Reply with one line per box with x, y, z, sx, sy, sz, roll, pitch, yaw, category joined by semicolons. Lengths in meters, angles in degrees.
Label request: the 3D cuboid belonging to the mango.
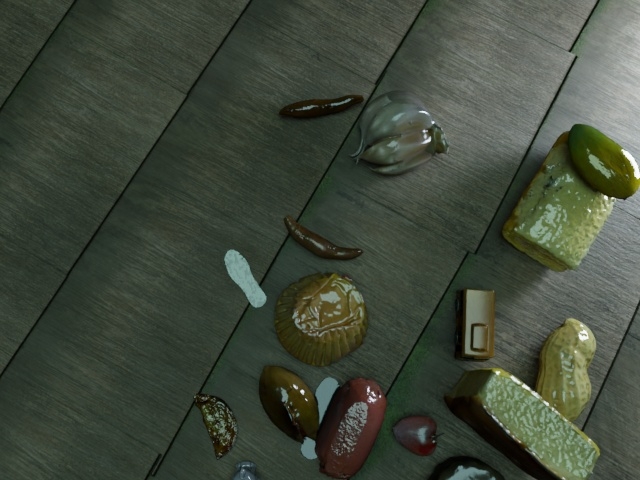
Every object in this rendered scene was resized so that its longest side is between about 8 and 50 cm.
0.759;-0.210;1.559;0.237;0.091;0.137;39;70;7;mango

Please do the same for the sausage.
0.080;0.505;1.549;0.152;0.152;0.279;24;85;4;sausage

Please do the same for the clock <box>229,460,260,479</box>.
-0.205;0.689;1.529;0.080;0.117;0.176;0;80;0;clock

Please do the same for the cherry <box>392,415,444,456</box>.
0.269;0.528;1.578;0.126;0.087;0.106;28;87;23;cherry

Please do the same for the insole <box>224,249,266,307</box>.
-0.223;0.112;1.695;0.065;0.006;0.193;-33;82;-7;insole

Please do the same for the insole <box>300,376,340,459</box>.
0.003;0.502;1.623;0.080;0.003;0.232;17;80;3;insole

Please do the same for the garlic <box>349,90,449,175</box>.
0.233;-0.322;1.730;0.292;0.210;0.237;-3;113;-5;garlic

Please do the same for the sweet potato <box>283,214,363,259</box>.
-0.001;0.010;1.691;0.255;0.058;0.078;24;60;0;sweet potato

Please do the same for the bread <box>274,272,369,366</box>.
0.002;0.213;1.607;0.274;0.149;0.274;0;73;-1;bread

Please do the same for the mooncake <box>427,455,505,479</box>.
0.392;0.693;1.531;0.228;0.124;0.228;0;84;1;mooncake

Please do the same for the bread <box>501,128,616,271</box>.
0.708;-0.119;1.663;0.237;0.165;0.375;35;81;2;bread

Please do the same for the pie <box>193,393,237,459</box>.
-0.285;0.504;1.608;0.088;0.033;0.191;-23;80;-8;pie

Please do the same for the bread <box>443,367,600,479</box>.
0.497;0.472;1.470;0.324;0.333;0.143;39;79;10;bread

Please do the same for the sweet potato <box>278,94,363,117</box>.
0.002;-0.411;1.771;0.265;0.057;0.057;-10;79;-5;sweet potato

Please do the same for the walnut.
-0.083;0.446;1.572;0.137;0.137;0.245;-36;82;-6;walnut

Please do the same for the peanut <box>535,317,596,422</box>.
0.673;0.359;1.583;0.147;0.147;0.305;14;70;2;peanut

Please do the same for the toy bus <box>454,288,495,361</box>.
0.436;0.239;1.618;0.098;0.114;0.200;5;79;1;toy bus
